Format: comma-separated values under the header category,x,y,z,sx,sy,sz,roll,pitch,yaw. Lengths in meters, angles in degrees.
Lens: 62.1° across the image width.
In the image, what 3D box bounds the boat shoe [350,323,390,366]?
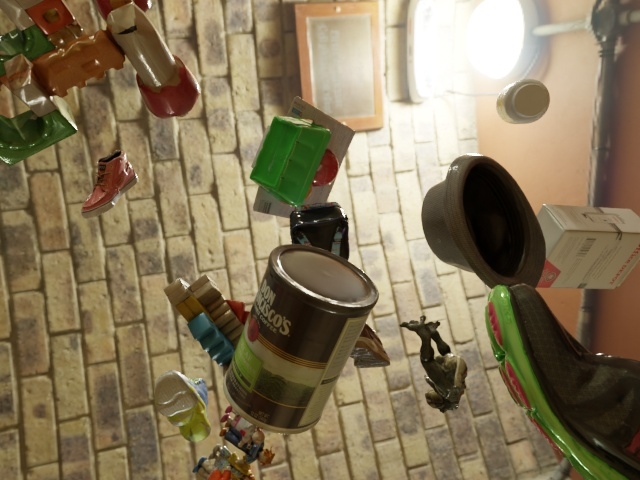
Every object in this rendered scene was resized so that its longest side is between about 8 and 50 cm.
category,x,y,z,sx,sy,sz,roll,pitch,yaw
boat shoe,0.149,0.332,1.721,0.342,0.123,0.123,51,35,-58

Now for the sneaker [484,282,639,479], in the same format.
category,x,y,z,sx,sy,sz,roll,pitch,yaw
sneaker,0.403,0.229,0.684,0.483,0.202,0.185,47,3,8

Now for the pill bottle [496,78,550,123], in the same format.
category,x,y,z,sx,sy,sz,roll,pitch,yaw
pill bottle,0.557,-0.380,1.460,0.215,0.117,0.117,-48,134,-74

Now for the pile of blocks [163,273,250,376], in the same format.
category,x,y,z,sx,sy,sz,roll,pitch,yaw
pile of blocks,-0.170,0.210,1.114,0.362,0.112,0.149,54,-2,-19

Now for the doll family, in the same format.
category,x,y,z,sx,sy,sz,roll,pitch,yaw
doll family,-0.213,0.581,1.449,0.163,0.118,0.263,29,-87,26

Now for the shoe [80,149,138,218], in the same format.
category,x,y,z,sx,sy,sz,roll,pitch,yaw
shoe,-0.462,-0.124,1.134,0.178,0.063,0.081,-64,147,-50

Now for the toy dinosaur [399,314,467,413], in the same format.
category,x,y,z,sx,sy,sz,roll,pitch,yaw
toy dinosaur,0.160,0.162,0.715,0.268,0.064,0.118,68,-2,-64

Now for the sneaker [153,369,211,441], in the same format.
category,x,y,z,sx,sy,sz,roll,pitch,yaw
sneaker,-0.312,0.347,1.205,0.126,0.091,0.240,-105,-174,-51

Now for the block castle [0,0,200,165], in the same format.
category,x,y,z,sx,sy,sz,roll,pitch,yaw
block castle,-0.436,-0.229,0.771,0.303,0.453,0.213,59,-4,23

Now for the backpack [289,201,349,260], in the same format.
category,x,y,z,sx,sy,sz,roll,pitch,yaw
backpack,0.000,0.000,1.405,0.117,0.158,0.173,-105,-174,-54

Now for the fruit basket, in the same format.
category,x,y,z,sx,sy,sz,roll,pitch,yaw
fruit basket,-0.047,-0.219,1.559,0.165,0.353,0.327,27,-81,24

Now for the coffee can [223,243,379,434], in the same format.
category,x,y,z,sx,sy,sz,roll,pitch,yaw
coffee can,-0.040,0.174,0.957,0.275,0.201,0.201,-68,-154,21

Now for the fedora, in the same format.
category,x,y,z,sx,sy,sz,roll,pitch,yaw
fedora,0.283,-0.021,0.978,0.124,0.275,0.244,-17,-145,50

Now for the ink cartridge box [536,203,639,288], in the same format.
category,x,y,z,sx,sy,sz,roll,pitch,yaw
ink cartridge box,0.695,0.022,1.418,0.117,0.282,0.207,-105,-157,-47
